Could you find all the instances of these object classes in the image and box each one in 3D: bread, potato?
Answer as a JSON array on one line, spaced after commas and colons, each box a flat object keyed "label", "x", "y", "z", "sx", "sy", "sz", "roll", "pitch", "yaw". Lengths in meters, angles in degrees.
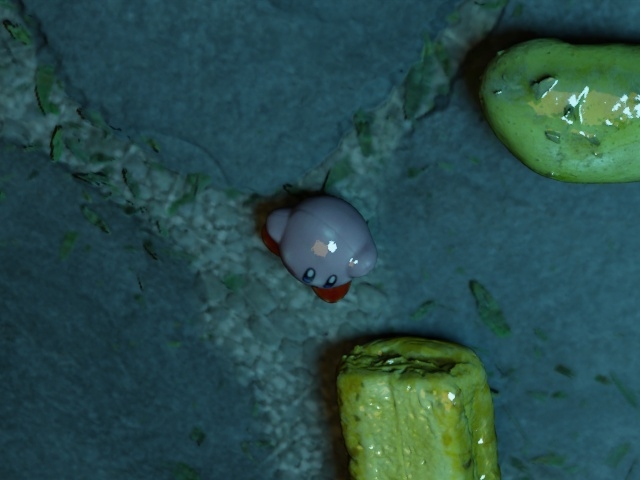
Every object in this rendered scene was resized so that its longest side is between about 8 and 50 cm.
[{"label": "bread", "x": 0.076, "y": 0.174, "z": 1.408, "sx": 0.114, "sy": 0.083, "sz": 0.211, "roll": 3, "pitch": 112, "yaw": 19}, {"label": "potato", "x": 0.200, "y": -0.088, "z": 1.269, "sx": 0.188, "sy": 0.085, "sz": 0.105, "roll": -1, "pitch": 133, "yaw": 11}]

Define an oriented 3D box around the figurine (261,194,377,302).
[{"label": "figurine", "x": 0.000, "y": 0.000, "z": 1.366, "sx": 0.083, "sy": 0.071, "sz": 0.067, "roll": 28, "pitch": 74, "yaw": -6}]
